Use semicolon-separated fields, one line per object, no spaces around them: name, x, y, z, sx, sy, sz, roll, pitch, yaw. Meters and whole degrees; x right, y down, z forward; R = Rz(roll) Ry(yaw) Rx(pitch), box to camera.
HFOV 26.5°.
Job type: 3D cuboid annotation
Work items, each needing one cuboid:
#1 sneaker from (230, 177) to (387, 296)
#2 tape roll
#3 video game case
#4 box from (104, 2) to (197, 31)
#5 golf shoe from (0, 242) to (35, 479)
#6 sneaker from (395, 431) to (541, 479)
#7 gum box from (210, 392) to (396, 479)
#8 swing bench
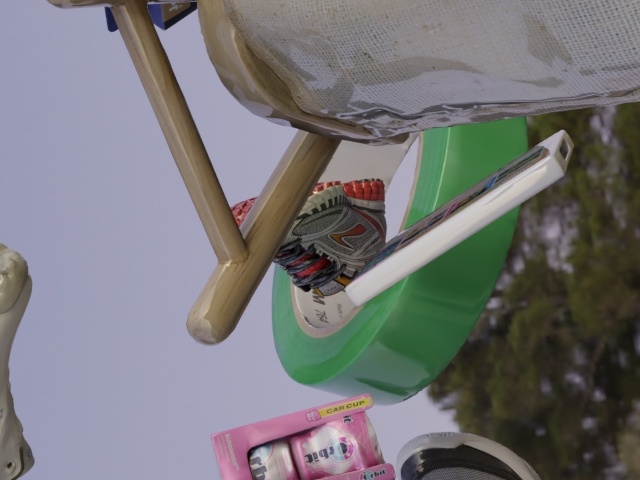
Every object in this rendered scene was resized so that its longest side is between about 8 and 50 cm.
sneaker;0.000;0.000;1.119;0.225;0.088;0.093;-6;-95;-59
tape roll;0.059;-0.021;1.175;0.077;0.321;0.321;18;-127;-21
video game case;0.096;-0.017;0.902;0.019;0.157;0.143;56;-163;-2
box;-0.091;-0.268;1.141;0.225;0.036;0.136;-39;-27;-27
golf shoe;-0.178;0.084;0.692;0.086;0.176;0.069;24;-163;-31
sneaker;0.178;0.290;1.238;0.268;0.101;0.153;37;-155;-8
gum box;-0.014;0.161;0.935;0.188;0.107;0.062;98;156;-73
swing bench;0.087;-0.091;0.509;0.254;0.253;0.165;-42;-62;-47
